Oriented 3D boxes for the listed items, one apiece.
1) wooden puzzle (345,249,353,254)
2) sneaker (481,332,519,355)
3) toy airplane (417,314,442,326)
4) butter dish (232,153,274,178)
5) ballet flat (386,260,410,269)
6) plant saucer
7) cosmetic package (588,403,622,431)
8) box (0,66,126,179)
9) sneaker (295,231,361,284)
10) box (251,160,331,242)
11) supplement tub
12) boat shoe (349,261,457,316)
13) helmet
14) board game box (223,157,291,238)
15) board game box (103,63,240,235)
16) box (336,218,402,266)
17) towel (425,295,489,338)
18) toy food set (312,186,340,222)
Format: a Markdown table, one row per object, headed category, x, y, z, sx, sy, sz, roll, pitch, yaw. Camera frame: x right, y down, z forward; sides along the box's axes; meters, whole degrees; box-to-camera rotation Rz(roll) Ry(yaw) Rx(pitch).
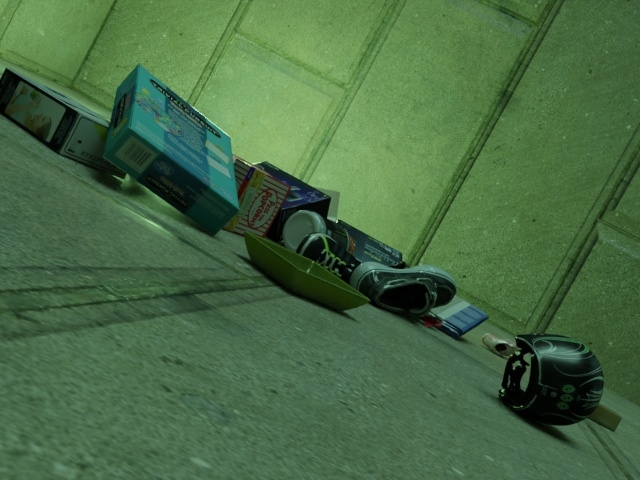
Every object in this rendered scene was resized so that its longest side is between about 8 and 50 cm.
| category | x | y | z | sx | sy | sz | roll | pitch | yaw |
| --- | --- | --- | --- | --- | --- | --- | --- | --- | --- |
| wooden puzzle | 0.041 | 0.050 | 1.977 | 0.014 | 0.078 | 0.116 | 48 | 6 | 33 |
| sneaker | 0.528 | 0.310 | 2.284 | 0.134 | 0.051 | 0.070 | 23 | 7 | -27 |
| toy airplane | 0.251 | 0.183 | 2.021 | 0.151 | 0.028 | 0.151 | 15 | 14 | -4 |
| butter dish | -0.214 | -0.108 | 1.895 | 0.160 | 0.160 | 0.118 | 28 | -20 | -11 |
| ballet flat | 0.166 | 0.089 | 2.103 | 0.084 | 0.058 | 0.250 | 37 | 24 | 33 |
| plant saucer | -0.033 | 0.062 | 1.410 | 0.188 | 0.045 | 0.188 | 26 | 5 | -41 |
| cosmetic package | 0.658 | 0.409 | 1.920 | 0.115 | 0.041 | 0.060 | 28 | 3 | -8 |
| box | -0.510 | -0.235 | 1.592 | 0.290 | 0.087 | 0.169 | 31 | 4 | 36 |
| sneaker | 0.042 | 0.051 | 1.878 | 0.097 | 0.084 | 0.235 | 33 | 5 | 41 |
| box | -0.131 | -0.108 | 2.108 | 0.261 | 0.103 | 0.184 | 31 | 30 | 35 |
| supplement tub | 0.000 | 0.000 | 2.014 | 0.117 | 0.117 | 0.190 | 31 | 4 | 36 |
| boat shoe | 0.217 | 0.133 | 1.905 | 0.335 | 0.121 | 0.119 | 6 | 30 | -39 |
| helmet | 0.406 | 0.240 | 1.379 | 0.161 | 0.169 | 0.169 | 11 | 10 | -20 |
| board game box | -0.155 | -0.084 | 1.745 | 0.045 | 0.146 | 0.193 | 30 | 4 | 26 |
| board game box | -0.286 | -0.184 | 1.560 | 0.254 | 0.079 | 0.336 | 38 | 18 | -27 |
| box | 0.130 | 0.047 | 2.354 | 0.233 | 0.059 | 0.183 | 28 | 28 | -6 |
| towel | 0.298 | 0.166 | 2.168 | 0.285 | 0.034 | 0.209 | 30 | 24 | 24 |
| toy food set | -0.062 | -0.086 | 2.323 | 0.220 | 0.092 | 0.306 | 11 | 22 | -1 |
